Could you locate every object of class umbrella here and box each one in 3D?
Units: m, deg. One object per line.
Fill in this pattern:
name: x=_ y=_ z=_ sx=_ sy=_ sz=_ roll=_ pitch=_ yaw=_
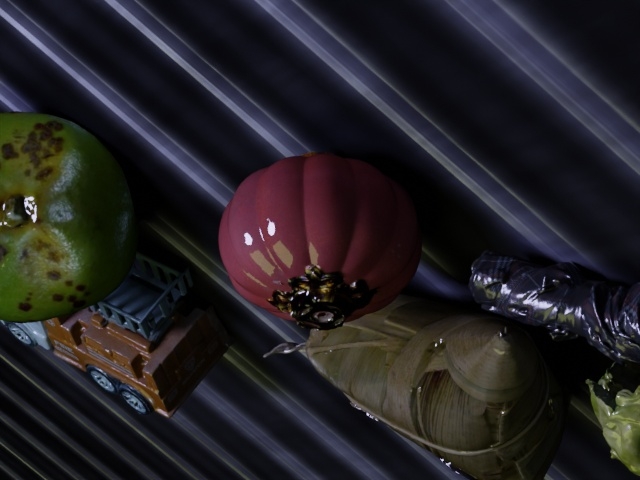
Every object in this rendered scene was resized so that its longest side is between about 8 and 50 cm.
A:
umbrella: x=0.137 y=0.035 z=0.966 sx=0.144 sy=0.037 sz=0.040 roll=18 pitch=131 yaw=38

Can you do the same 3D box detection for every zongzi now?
zongzi: x=0.043 y=0.050 z=1.081 sx=0.189 sy=0.081 sz=0.178 roll=28 pitch=164 yaw=25

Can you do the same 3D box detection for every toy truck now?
toy truck: x=-0.164 y=0.042 z=1.433 sx=0.178 sy=0.080 sz=0.115 roll=24 pitch=151 yaw=30

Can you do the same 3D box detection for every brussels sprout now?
brussels sprout: x=0.176 y=0.088 z=0.977 sx=0.085 sy=0.085 sz=0.058 roll=-2 pitch=100 yaw=60

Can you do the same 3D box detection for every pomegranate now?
pomegranate: x=-0.193 y=-0.003 z=1.314 sx=0.143 sy=0.122 sz=0.169 roll=10 pitch=159 yaw=-9

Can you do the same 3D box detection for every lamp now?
lamp: x=0.000 y=0.000 z=1.039 sx=0.108 sy=0.092 sz=0.107 roll=0 pitch=150 yaw=0
